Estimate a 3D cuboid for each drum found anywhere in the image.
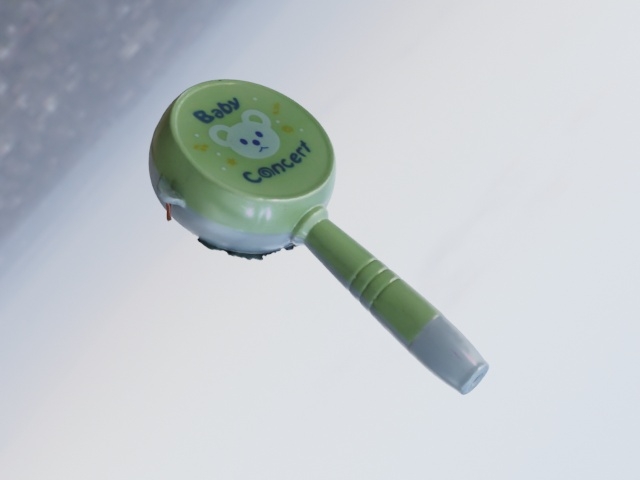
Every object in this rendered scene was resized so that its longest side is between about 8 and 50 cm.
[{"bbox_3d":[0.009,-0.011,1.059,0.130,0.253,0.049,-50,170,-48],"label":"drum"}]
